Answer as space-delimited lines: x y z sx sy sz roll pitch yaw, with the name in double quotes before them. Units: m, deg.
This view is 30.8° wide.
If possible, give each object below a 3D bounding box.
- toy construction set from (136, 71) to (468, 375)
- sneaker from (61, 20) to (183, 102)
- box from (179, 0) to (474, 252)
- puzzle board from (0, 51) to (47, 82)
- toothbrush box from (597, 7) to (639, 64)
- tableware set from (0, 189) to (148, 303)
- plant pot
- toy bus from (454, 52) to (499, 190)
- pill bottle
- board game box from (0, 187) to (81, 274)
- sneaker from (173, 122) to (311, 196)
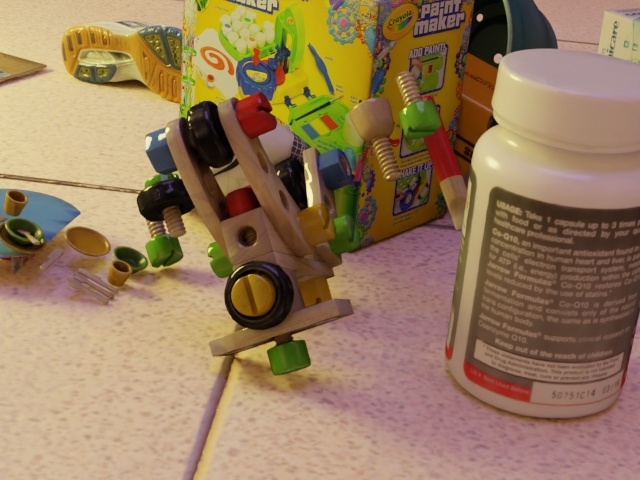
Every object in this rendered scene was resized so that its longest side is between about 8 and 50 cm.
"toy construction set" 0.000 0.000 1.066 0.309 0.257 0.237 -16 72 -8
"sneaker" -0.235 -0.283 1.729 0.296 0.112 0.131 16 26 21
"box" -0.003 -0.179 1.337 0.290 0.279 0.177 25 31 36
"puzzle board" -0.490 -0.257 1.742 0.096 0.011 0.128 18 27 24
"toothbrush box" 0.636 -0.295 1.915 0.216 0.126 0.295 -12 30 -31
"tableware set" -0.248 -0.001 1.138 0.154 0.024 0.104 30 26 3
"plant pot" 0.200 -0.267 1.623 0.272 0.271 0.255 22 15 32
"toy bus" 0.191 -0.135 1.379 0.333 0.130 0.108 35 41 30
"pill bottle" 0.201 -0.007 0.985 0.161 0.283 0.161 4 24 -2
"board game box" -0.329 -0.007 1.183 0.133 0.033 0.168 11 24 10
"sneaker" -0.099 -0.079 1.277 0.095 0.090 0.235 15 -13 -25
